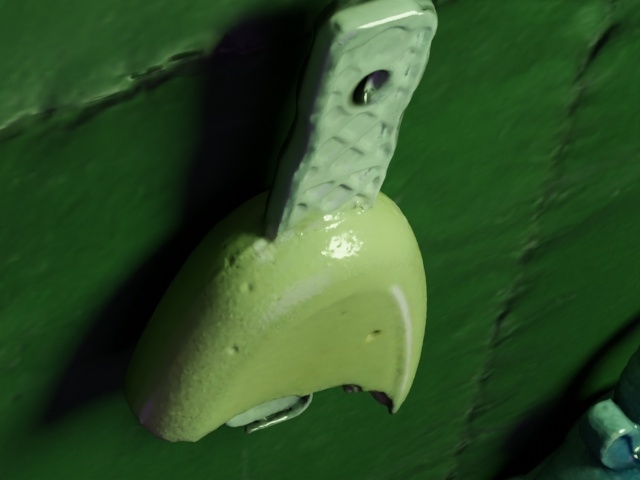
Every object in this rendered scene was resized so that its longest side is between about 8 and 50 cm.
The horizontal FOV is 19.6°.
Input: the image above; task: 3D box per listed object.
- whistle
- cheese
[{"bbox_3d":[0.187,0.103,0.968,0.269,0.093,0.180,-44,150,6],"label":"whistle"},{"bbox_3d":[0.000,-0.001,0.650,0.127,0.050,0.235,-16,148,-27],"label":"cheese"}]
